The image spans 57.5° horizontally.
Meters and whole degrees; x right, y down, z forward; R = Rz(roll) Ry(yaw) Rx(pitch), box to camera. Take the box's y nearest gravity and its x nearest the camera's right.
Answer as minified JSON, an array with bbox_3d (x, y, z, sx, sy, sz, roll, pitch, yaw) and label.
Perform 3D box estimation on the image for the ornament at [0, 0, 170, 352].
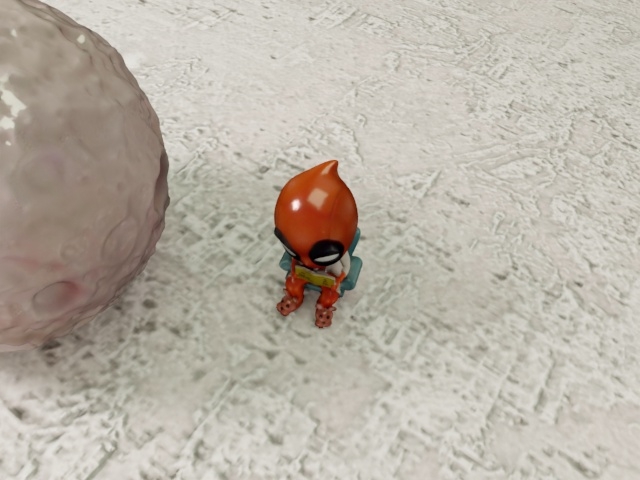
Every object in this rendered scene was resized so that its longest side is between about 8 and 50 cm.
[{"bbox_3d":[-0.237,-0.053,0.402,0.260,0.225,0.259,6,54,-8],"label":"ornament"}]

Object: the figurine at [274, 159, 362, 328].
[{"bbox_3d":[0.000,0.000,0.459,0.068,0.140,0.075,16,48,10],"label":"figurine"}]
